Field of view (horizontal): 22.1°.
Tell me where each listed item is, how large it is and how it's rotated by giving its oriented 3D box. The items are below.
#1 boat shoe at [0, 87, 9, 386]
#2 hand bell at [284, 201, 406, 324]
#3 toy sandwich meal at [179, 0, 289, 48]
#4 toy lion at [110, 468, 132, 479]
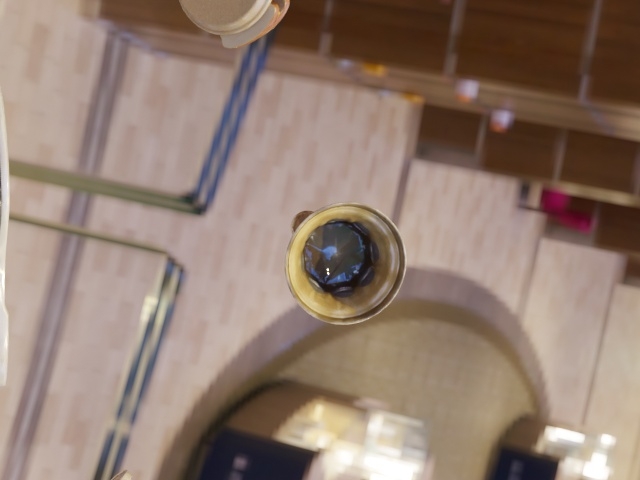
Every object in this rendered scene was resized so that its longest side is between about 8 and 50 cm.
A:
[{"bbox_3d":[-0.376,-0.006,1.714,0.112,0.095,0.335,-162,-109,-74],"label":"boat shoe"},{"bbox_3d":[0.000,0.000,1.755,0.242,0.126,0.126,-138,-126,-73],"label":"hand bell"},{"bbox_3d":[-0.054,-0.166,1.038,0.029,0.085,0.086,-6,107,-60],"label":"toy sandwich meal"},{"bbox_3d":[-0.175,0.228,1.262,0.096,0.034,0.100,-40,-170,-2],"label":"toy lion"}]
